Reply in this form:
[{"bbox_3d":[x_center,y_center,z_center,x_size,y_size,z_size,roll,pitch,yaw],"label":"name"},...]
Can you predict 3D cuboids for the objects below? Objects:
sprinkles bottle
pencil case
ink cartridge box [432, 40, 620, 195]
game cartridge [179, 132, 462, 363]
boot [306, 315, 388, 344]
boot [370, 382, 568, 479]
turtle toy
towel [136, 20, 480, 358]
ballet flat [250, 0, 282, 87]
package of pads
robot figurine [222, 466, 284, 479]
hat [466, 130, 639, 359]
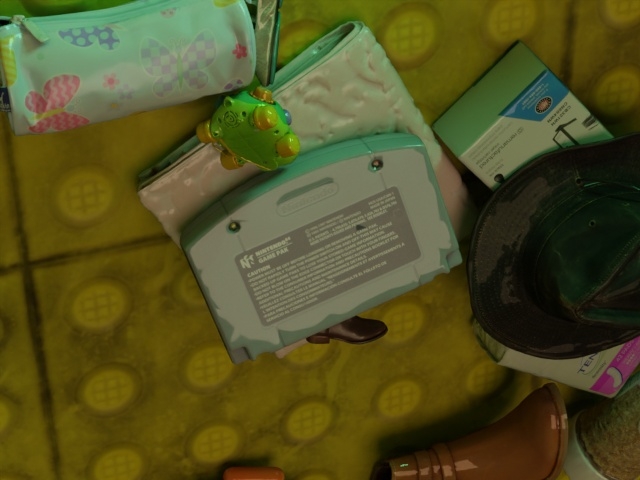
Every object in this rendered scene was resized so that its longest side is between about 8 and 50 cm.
[{"bbox_3d":[0.468,0.216,1.971,0.121,0.121,0.355,13,139,-30],"label":"sprinkles bottle"},{"bbox_3d":[-0.202,-0.189,1.490,0.273,0.113,0.124,-13,113,-15],"label":"pencil case"},{"bbox_3d":[0.257,-0.115,1.755,0.148,0.086,0.203,-45,127,10],"label":"ink cartridge box"},{"bbox_3d":[0.000,0.000,1.659,0.294,0.060,0.196,-24,120,-6],"label":"game cartridge"},{"bbox_3d":[0.033,0.068,1.748,0.106,0.037,0.114,-6,119,-16],"label":"boot"},{"bbox_3d":[0.194,0.285,1.970,0.220,0.109,0.283,2,147,-17],"label":"boot"},{"bbox_3d":[-0.066,-0.116,1.563,0.095,0.066,0.130,-11,143,27],"label":"turtle toy"},{"bbox_3d":[-0.006,-0.048,1.709,0.317,0.053,0.332,-34,128,3],"label":"towel"},{"bbox_3d":[-0.064,-0.245,1.558,0.052,0.057,0.168,9,116,-1],"label":"ballet flat"},{"bbox_3d":[0.360,0.053,1.903,0.229,0.101,0.297,19,113,-32],"label":"package of pads"},{"bbox_3d":[-0.096,0.384,1.918,0.219,0.158,0.128,7,148,-27],"label":"robot figurine"},{"bbox_3d":[0.345,0.036,1.738,0.331,0.134,0.331,-9,120,-16],"label":"hat"}]
